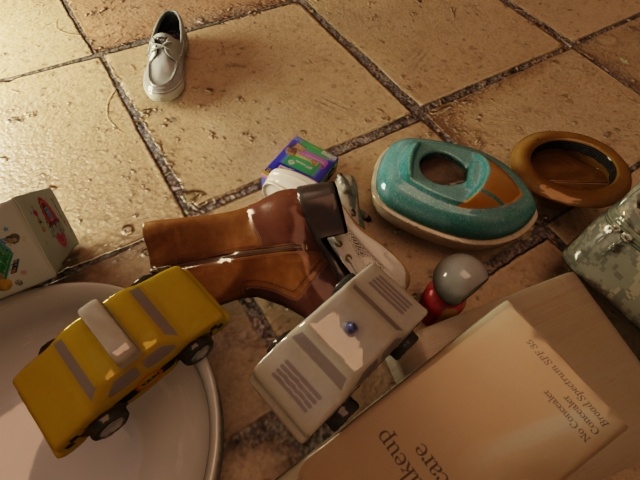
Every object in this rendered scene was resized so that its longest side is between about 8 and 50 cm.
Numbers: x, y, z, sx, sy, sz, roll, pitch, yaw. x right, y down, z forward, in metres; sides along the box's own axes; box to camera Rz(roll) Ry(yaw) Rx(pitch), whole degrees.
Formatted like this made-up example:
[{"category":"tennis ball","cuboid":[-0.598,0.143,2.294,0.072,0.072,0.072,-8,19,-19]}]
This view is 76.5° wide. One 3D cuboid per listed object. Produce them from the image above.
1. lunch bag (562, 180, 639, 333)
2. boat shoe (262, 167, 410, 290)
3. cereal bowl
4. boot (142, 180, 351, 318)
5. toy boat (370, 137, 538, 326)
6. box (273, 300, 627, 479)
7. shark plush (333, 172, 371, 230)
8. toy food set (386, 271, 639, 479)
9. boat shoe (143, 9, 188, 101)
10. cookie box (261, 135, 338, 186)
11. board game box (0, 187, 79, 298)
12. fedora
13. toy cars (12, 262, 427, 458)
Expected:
[{"category":"lunch bag","cuboid":[0.528,0.017,0.518,0.212,0.256,0.305,-13,56,-40]},{"category":"boat shoe","cuboid":[0.000,0.000,0.600,0.277,0.098,0.096,41,64,16]},{"category":"cereal bowl","cuboid":[-0.262,0.223,0.415,0.339,0.141,0.339,2,59,-3]},{"category":"boot","cuboid":[-0.091,0.074,0.522,0.280,0.096,0.264,-14,90,8]},{"category":"toy boat","cuboid":[0.202,-0.032,0.608,0.267,0.148,0.318,13,58,3]},{"category":"box","cuboid":[0.108,0.217,0.410,0.311,0.121,0.148,-38,68,-3]},{"category":"shark plush","cuboid":[0.061,-0.046,0.662,0.067,0.073,0.161,-1,48,-42]},{"category":"toy food set","cuboid":[0.266,0.190,0.526,0.306,0.092,0.220,-19,64,-8]},{"category":"boat shoe","cuboid":[-0.311,-0.375,0.808,0.079,0.081,0.227,0,58,-5]},{"category":"cookie box","cuboid":[-0.035,-0.118,0.702,0.092,0.040,0.107,30,62,12]},{"category":"board game box","cuboid":[-0.463,0.041,0.461,0.303,0.224,0.097,-24,108,-20]},{"category":"fedora","cuboid":[0.428,-0.110,0.717,0.194,0.079,0.194,-2,56,3]},{"category":"toy cars","cuboid":[-0.078,0.093,0.379,0.393,0.087,0.176,0,60,-6]}]
